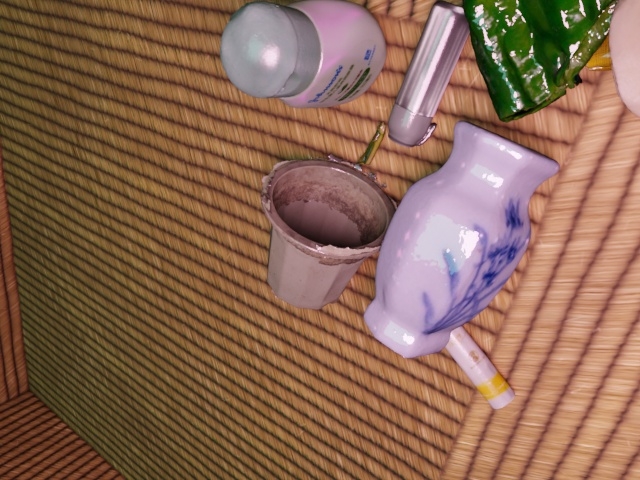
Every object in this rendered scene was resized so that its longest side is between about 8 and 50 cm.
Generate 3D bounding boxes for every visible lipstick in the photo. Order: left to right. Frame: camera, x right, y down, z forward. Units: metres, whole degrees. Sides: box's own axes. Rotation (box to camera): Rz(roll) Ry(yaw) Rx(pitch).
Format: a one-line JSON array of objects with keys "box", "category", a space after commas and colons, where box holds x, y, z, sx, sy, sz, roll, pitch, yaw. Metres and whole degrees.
[{"box": [0.298, 0.225, 0.969, 0.264, 0.059, 0.059, 52, 126, 8], "category": "lipstick"}]

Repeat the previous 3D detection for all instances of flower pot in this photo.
[{"box": [0.000, 0.000, 0.989, 0.290, 0.290, 0.259, 37, 138, 19], "category": "flower pot"}]

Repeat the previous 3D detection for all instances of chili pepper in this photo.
[{"box": [0.298, -0.373, 0.675, 0.213, 0.167, 0.385, -152, 48, -71], "category": "chili pepper"}]

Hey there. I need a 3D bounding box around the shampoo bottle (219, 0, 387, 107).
[{"box": [-0.029, -0.331, 0.828, 0.222, 0.349, 0.151, -38, 82, 36], "category": "shampoo bottle"}]

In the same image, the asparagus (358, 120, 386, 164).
[{"box": [0.111, -0.201, 0.978, 0.021, 0.025, 0.108, 53, 130, 35], "category": "asparagus"}]

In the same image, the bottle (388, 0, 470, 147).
[{"box": [0.203, -0.298, 0.856, 0.096, 0.079, 0.253, 14, 118, -12], "category": "bottle"}]

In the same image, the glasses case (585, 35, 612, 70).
[{"box": [0.504, -0.293, 0.653, 0.234, 0.064, 0.079, 3, 85, 31], "category": "glasses case"}]

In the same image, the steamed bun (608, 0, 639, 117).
[{"box": [0.510, -0.293, 0.473, 0.352, 0.247, 0.339, 9, 82, 22], "category": "steamed bun"}]

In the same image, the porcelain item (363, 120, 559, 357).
[{"box": [0.236, 0.010, 0.824, 0.178, 0.242, 0.405, 40, 116, 40], "category": "porcelain item"}]
